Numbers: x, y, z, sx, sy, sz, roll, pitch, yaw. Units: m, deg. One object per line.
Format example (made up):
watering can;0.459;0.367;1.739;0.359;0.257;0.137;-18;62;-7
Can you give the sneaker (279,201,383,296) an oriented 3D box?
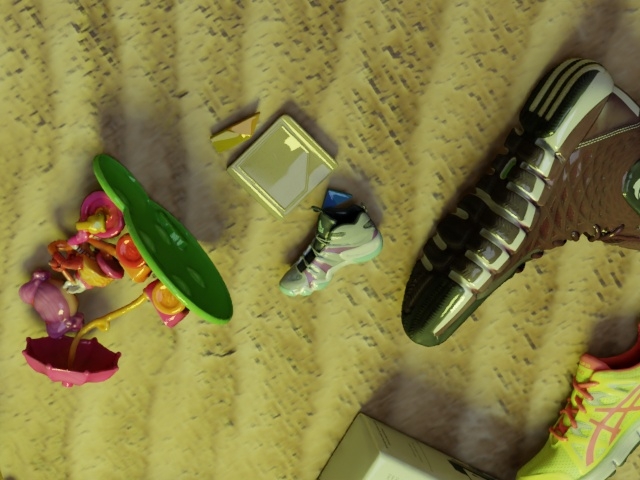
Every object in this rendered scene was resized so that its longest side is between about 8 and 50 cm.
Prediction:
sneaker;0.000;0.000;1.667;0.098;0.038;0.069;-32;130;-9

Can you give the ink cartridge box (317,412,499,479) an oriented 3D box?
ink cartridge box;0.095;0.277;1.760;0.219;0.092;0.160;28;102;-19

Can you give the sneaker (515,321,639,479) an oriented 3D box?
sneaker;0.246;0.147;1.759;0.208;0.081;0.094;-40;105;-2

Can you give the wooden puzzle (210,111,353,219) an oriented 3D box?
wooden puzzle;-0.033;-0.063;1.659;0.078;0.014;0.116;-36;112;8

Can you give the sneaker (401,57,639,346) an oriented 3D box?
sneaker;0.202;-0.001;1.679;0.162;0.106;0.281;31;100;-22

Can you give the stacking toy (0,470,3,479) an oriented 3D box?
stacking toy;-0.388;0.320;1.606;0.279;0.130;0.309;-9;98;10

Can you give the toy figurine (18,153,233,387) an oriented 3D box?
toy figurine;-0.186;0.044;1.625;0.159;0.130;0.173;-38;90;14
